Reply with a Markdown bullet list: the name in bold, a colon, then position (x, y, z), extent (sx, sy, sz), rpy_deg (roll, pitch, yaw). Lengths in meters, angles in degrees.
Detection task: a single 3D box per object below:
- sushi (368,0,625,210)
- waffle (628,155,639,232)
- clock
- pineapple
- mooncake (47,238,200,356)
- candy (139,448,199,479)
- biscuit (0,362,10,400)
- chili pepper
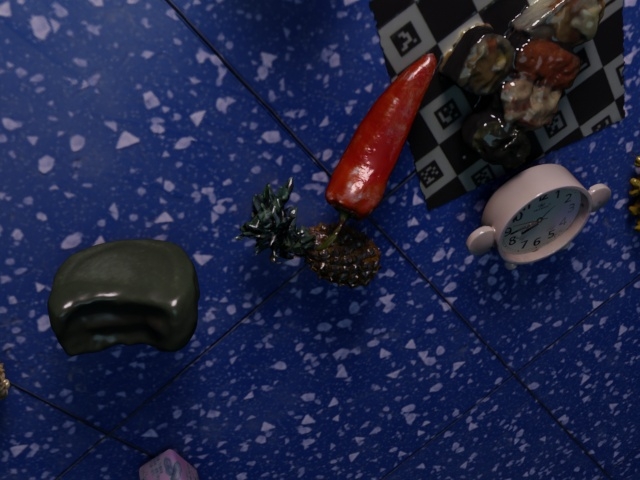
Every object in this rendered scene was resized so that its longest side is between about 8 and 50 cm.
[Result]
- **sushi**: position (0.264, -0.209, 0.868), extent (0.340, 0.068, 0.320), rpy_deg (-24, 127, -5)
- **waffle**: position (0.593, -0.110, 1.074), extent (0.229, 0.051, 0.231), rpy_deg (-22, 127, -11)
- **clock**: position (0.312, -0.037, 0.990), extent (0.229, 0.063, 0.155), rpy_deg (-20, 139, -5)
- **pineapple**: position (0.000, 0.000, 0.889), extent (0.221, 0.083, 0.103), rpy_deg (24, 126, -32)
- **mooncake**: position (-0.226, 0.075, 0.799), extent (0.168, 0.175, 0.104), rpy_deg (-40, 139, -50)
- **candy**: position (-0.219, 0.410, 1.023), extent (0.073, 0.160, 0.092), rpy_deg (-29, 134, 2)
- **biscuit**: position (-0.476, 0.188, 0.837), extent (0.169, 0.070, 0.082), rpy_deg (-18, 135, -12)
- **chili pepper**: position (0.065, -0.104, 0.825), extent (0.063, 0.071, 0.272), rpy_deg (25, 93, -58)
